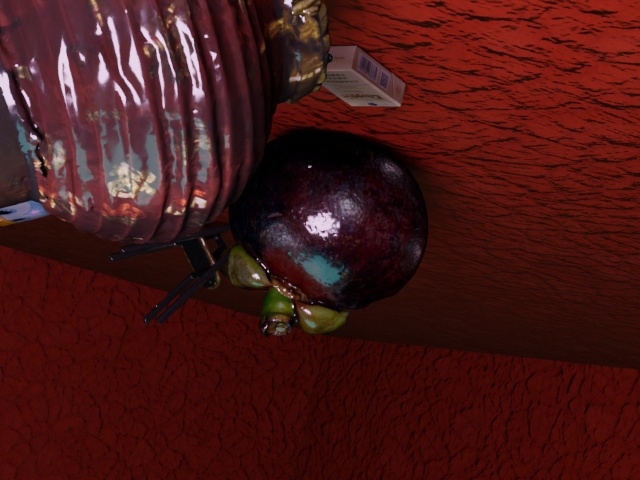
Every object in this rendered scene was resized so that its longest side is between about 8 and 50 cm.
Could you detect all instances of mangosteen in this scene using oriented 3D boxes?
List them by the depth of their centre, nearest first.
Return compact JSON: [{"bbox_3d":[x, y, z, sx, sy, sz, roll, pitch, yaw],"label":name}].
[{"bbox_3d":[0.009,-0.007,1.137,0.216,0.216,0.216,12,171,2],"label":"mangosteen"}]

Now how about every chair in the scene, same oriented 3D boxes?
[{"bbox_3d":[-0.212,0.035,1.864,0.246,0.172,0.158,-30,-175,-19],"label":"chair"}]

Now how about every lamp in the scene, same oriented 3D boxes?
[{"bbox_3d":[-0.113,-0.115,0.642,0.246,0.247,0.247,12,171,2],"label":"lamp"}]

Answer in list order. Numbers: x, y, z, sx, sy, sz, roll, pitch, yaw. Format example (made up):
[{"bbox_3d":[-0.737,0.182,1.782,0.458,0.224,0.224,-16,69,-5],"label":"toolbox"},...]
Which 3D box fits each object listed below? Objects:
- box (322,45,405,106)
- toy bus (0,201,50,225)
[{"bbox_3d":[0.028,-0.137,0.903,0.053,0.024,0.083,6,170,35],"label":"box"},{"bbox_3d":[-0.254,-0.111,0.890,0.136,0.210,0.126,0,170,8],"label":"toy bus"}]
